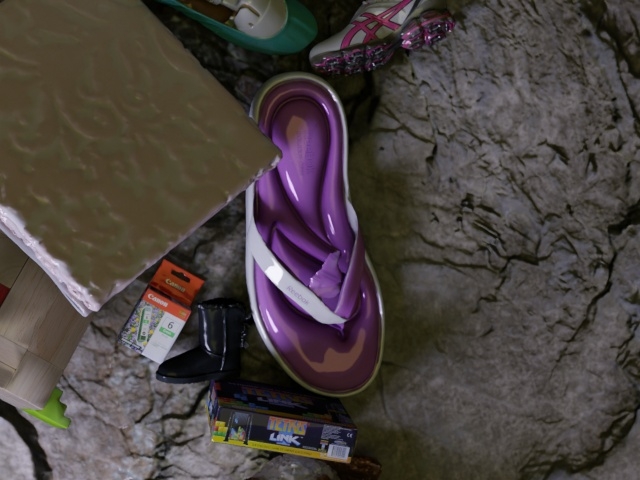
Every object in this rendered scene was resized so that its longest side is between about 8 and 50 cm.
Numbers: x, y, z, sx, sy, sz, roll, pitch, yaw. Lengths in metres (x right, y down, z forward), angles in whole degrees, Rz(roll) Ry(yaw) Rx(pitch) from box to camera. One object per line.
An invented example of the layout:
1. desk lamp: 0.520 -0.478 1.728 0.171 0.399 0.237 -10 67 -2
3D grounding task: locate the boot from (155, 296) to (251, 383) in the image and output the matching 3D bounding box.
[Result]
1. boot: -0.144 0.123 1.298 0.121 0.045 0.099 -2 104 -28

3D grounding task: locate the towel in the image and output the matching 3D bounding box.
1. towel: -0.251 -0.127 1.157 0.332 0.053 0.317 47 58 -1

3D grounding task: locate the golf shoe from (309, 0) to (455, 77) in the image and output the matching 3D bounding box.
1. golf shoe: 0.067 -0.261 1.290 0.186 0.067 0.086 -22 74 -6

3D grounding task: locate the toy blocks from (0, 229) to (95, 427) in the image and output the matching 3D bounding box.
1. toy blocks: -0.381 0.005 1.159 0.381 0.190 0.261 34 67 -24

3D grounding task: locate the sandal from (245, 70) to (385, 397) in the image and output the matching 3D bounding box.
1. sandal: -0.015 0.004 1.284 0.169 0.102 0.416 -13 100 -8

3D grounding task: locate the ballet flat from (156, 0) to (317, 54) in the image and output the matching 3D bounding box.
1. ballet flat: -0.114 -0.285 1.235 0.247 0.087 0.083 21 87 -13

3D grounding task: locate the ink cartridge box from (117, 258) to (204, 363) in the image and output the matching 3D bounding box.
1. ink cartridge box: -0.197 0.088 1.302 0.062 0.029 0.115 30 92 -13

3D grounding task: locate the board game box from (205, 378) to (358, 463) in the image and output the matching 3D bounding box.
1. board game box: -0.051 0.217 1.287 0.170 0.141 0.048 11 97 -11

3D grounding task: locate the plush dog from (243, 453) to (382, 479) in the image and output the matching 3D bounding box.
1. plush dog: -0.015 0.379 1.320 0.262 0.210 0.226 -12 85 -36
